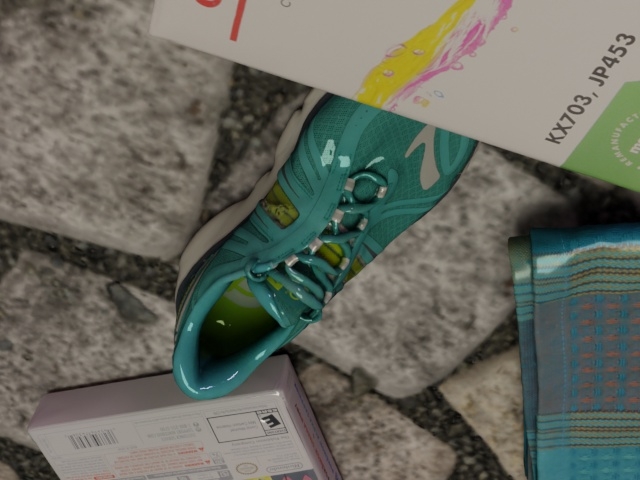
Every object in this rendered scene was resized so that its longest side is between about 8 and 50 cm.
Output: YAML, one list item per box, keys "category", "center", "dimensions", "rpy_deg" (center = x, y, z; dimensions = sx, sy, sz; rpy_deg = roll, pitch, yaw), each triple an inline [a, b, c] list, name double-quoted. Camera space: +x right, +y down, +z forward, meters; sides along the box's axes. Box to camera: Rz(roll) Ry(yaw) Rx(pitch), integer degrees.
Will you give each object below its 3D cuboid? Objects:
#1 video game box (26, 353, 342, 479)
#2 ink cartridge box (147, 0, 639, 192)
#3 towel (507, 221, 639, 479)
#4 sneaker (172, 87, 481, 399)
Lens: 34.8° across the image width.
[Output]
- category: "video game box"
  center: [-0.092, 0.182, 0.792]
  dimensions: [0.205, 0.048, 0.187]
  rpy_deg: [-11, 122, 15]
- category: "ink cartridge box"
  center: [0.049, -0.163, 0.448]
  dimensions: [0.353, 0.119, 0.207]
  rpy_deg: [17, 143, -5]
- category: "towel"
  center: [0.310, 0.095, 0.646]
  dimensions: [0.370, 0.040, 0.271]
  rpy_deg: [-1, 131, 15]
- category: "sneaker"
  center: [0.000, 0.000, 0.610]
  dimensions: [0.107, 0.110, 0.275]
  rpy_deg: [32, 123, -15]
